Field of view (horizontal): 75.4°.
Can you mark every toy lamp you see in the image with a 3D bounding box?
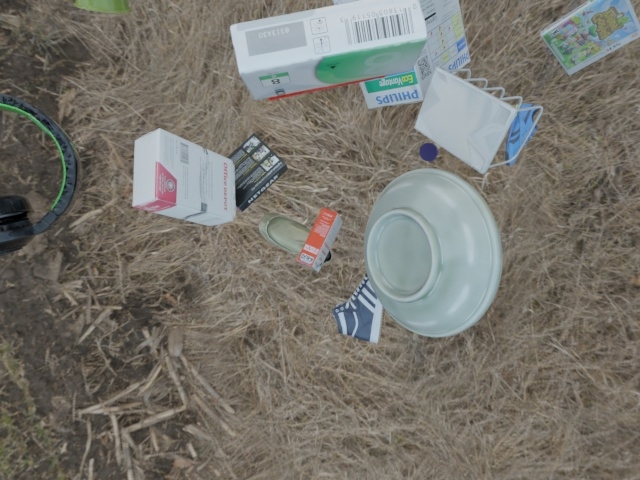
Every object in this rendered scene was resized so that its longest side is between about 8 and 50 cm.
[{"bbox_3d":[0.467,-0.384,1.602,0.080,0.275,0.080,21,128,29],"label":"toy lamp"}]

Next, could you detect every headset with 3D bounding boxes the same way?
[{"bbox_3d":[-0.573,-0.058,0.638,0.243,0.185,0.394,45,82,-16],"label":"headset"}]

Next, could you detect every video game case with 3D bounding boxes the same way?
[{"bbox_3d":[0.740,-0.566,1.131,0.193,0.213,0.023,-26,55,41],"label":"video game case"}]

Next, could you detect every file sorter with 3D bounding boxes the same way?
[{"bbox_3d":[0.457,-0.363,1.216,0.277,0.173,0.192,47,140,33],"label":"file sorter"}]

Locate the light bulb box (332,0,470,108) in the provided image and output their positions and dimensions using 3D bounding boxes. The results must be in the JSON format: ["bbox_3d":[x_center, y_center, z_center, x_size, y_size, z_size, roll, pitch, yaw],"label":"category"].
[{"bbox_3d":[0.278,-0.676,1.341,0.225,0.358,0.360,9,133,45],"label":"light bulb box"}]

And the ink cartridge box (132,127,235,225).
[{"bbox_3d":[-0.298,-0.132,0.932,0.092,0.218,0.158,-11,75,32],"label":"ink cartridge box"}]

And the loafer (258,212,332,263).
[{"bbox_3d":[-0.063,-0.004,1.272,0.269,0.092,0.101,28,78,-29],"label":"loafer"}]

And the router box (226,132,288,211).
[{"bbox_3d":[-0.199,-0.186,1.135,0.179,0.046,0.133,-44,78,-5],"label":"router box"}]

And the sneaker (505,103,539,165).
[{"bbox_3d":[0.664,-0.347,1.363,0.082,0.069,0.209,14,91,26],"label":"sneaker"}]

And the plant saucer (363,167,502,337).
[{"bbox_3d":[0.213,0.032,0.966,0.101,0.401,0.400,-5,102,-35],"label":"plant saucer"}]

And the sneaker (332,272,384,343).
[{"bbox_3d":[0.121,0.160,1.248,0.153,0.099,0.282,7,88,12],"label":"sneaker"}]

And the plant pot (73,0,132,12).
[{"bbox_3d":[-0.337,-0.400,0.634,0.083,0.083,0.079,14,123,5],"label":"plant pot"}]

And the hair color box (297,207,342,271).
[{"bbox_3d":[0.000,0.000,1.185,0.054,0.093,0.167,23,81,16],"label":"hair color box"}]

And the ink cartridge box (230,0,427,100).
[{"bbox_3d":[0.010,-0.196,0.491,0.181,0.225,0.056,-10,89,2],"label":"ink cartridge box"}]
